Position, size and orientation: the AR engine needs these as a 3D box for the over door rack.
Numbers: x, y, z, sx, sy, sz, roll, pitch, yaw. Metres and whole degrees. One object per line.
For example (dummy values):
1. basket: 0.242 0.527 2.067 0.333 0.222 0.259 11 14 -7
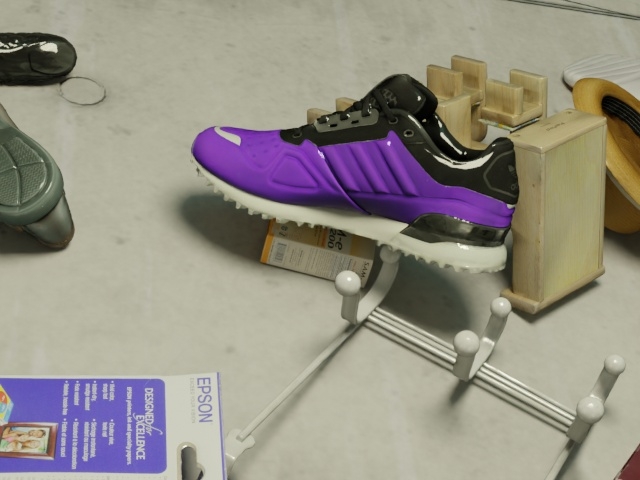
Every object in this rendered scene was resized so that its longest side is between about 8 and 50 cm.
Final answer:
1. over door rack: 0.087 0.136 1.258 0.239 0.108 0.324 27 41 14

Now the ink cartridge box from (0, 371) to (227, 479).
1. ink cartridge box: -0.170 0.181 1.147 0.208 0.045 0.206 -1 41 -6

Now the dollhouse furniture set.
1. dollhouse furniture set: 0.142 -0.054 1.512 0.212 0.161 0.242 -24 32 -39

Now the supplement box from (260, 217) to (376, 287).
1. supplement box: 0.000 0.000 1.442 0.098 0.036 0.062 14 39 -4

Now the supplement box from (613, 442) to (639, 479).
1. supplement box: 0.351 0.236 1.257 0.239 0.073 0.130 33 45 18

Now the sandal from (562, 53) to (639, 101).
1. sandal: 0.380 -0.138 1.712 0.102 0.076 0.265 -31 37 -33

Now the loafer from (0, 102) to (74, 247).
1. loafer: -0.307 -0.083 1.419 0.096 0.084 0.267 -39 55 -10

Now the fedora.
1. fedora: 0.294 -0.068 1.565 0.194 0.079 0.194 34 36 -29

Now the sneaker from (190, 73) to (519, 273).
1. sneaker: 0.036 -0.081 1.379 0.293 0.146 0.102 16 18 11

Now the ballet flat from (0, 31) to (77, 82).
1. ballet flat: -0.322 -0.177 1.542 0.173 0.058 0.049 3 1 -17
